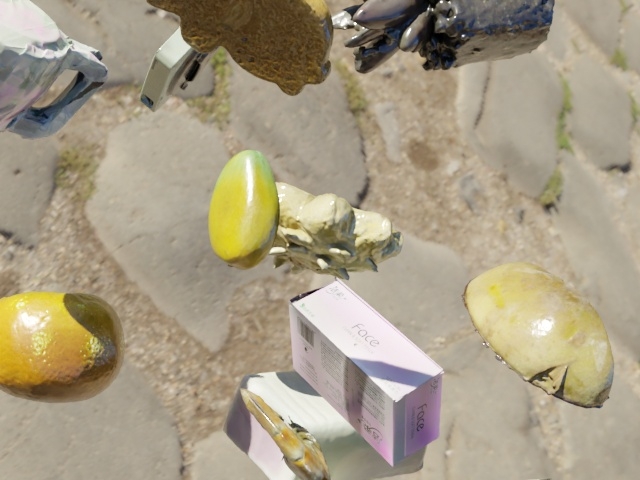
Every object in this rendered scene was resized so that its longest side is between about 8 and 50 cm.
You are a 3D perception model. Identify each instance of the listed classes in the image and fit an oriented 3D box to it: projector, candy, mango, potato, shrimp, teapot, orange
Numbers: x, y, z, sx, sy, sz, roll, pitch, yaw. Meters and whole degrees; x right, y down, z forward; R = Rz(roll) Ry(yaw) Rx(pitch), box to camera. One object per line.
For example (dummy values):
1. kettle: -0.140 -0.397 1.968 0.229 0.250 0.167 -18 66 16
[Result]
1. projector: -0.272 -0.413 2.311 0.079 0.257 0.259 39 67 -4
2. candy: 0.024 0.329 1.947 0.359 0.145 0.208 1 24 -39
3. mango: -0.122 -0.050 1.732 0.092 0.130 0.194 12 85 -46
4. potato: 0.281 0.099 1.412 0.120 0.100 0.261 -4 42 -37
5. shrimp: -0.054 0.262 1.482 0.058 0.296 0.169 -39 92 -7
6. teapot: -0.435 -0.241 1.491 0.163 0.178 0.222 49 26 22
7. orange: -0.427 0.171 1.727 0.237 0.158 0.179 9 92 -23

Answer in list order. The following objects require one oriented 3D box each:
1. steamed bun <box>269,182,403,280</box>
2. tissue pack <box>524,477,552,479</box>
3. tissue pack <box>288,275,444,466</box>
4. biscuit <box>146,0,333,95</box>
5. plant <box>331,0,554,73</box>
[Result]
1. steamed bun: 0.000 0.000 1.947 0.295 0.292 0.137 21 76 -10
2. tissue pack: 0.204 0.549 1.713 0.331 0.405 0.205 -86 166 -67
3. tissue pack: 0.061 0.185 1.540 0.092 0.148 0.246 -26 46 -27
4. biscuit: -0.078 -0.244 1.110 0.225 0.166 0.036 31 46 -5
5. plant: 0.160 -0.337 1.507 0.321 0.194 0.181 -6 76 -17
